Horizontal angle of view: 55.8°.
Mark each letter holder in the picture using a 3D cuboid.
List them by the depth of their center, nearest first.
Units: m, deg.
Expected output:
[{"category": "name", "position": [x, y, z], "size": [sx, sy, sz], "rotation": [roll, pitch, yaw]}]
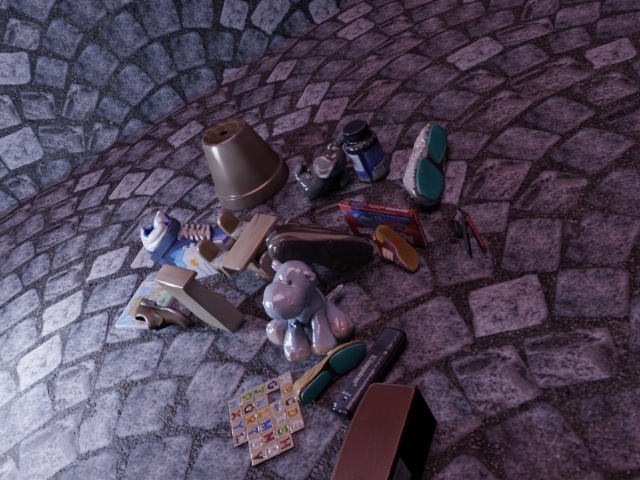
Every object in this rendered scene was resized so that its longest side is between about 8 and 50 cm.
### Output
[{"category": "letter holder", "position": [0.101, 0.481, 1.338], "size": [0.215, 0.152, 0.301], "rotation": [-2, 44, 33]}]

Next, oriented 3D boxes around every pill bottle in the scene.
[{"category": "pill bottle", "position": [0.159, -0.322, 2.173], "size": [0.123, 0.219, 0.122], "rotation": [-17, 38, 14]}]

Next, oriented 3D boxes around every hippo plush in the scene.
[{"category": "hippo plush", "position": [-0.032, 0.171, 1.674], "size": [0.234, 0.236, 0.294], "rotation": [18, 58, 27]}]

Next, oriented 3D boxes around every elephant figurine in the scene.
[{"category": "elephant figurine", "position": [0.030, -0.268, 2.216], "size": [0.239, 0.186, 0.169], "rotation": [-26, 13, 29]}]

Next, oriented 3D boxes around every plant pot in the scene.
[{"category": "plant pot", "position": [-0.328, -0.327, 2.436], "size": [0.323, 0.280, 0.323], "rotation": [-17, 40, 15]}]

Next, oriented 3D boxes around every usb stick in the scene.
[{"category": "usb stick", "position": [0.130, 0.339, 1.568], "size": [0.077, 0.045, 0.278], "rotation": [15, 55, 42]}]

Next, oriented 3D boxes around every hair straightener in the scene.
[{"category": "hair straightener", "position": [0.421, -0.031, 1.813], "size": [0.089, 0.047, 0.230], "rotation": [-20, 38, 10]}]

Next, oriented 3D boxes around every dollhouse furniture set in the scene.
[{"category": "dollhouse furniture set", "position": [-0.294, 0.053, 1.940], "size": [0.362, 0.256, 0.394], "rotation": [9, 59, 45]}]

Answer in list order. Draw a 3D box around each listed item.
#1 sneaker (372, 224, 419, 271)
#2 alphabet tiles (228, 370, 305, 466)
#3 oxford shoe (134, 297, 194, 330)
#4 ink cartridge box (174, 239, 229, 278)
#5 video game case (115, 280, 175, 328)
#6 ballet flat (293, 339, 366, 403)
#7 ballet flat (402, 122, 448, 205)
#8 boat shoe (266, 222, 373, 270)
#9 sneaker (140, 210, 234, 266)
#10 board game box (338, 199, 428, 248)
[{"category": "sneaker", "position": [0.229, 0.039, 1.848], "size": [0.070, 0.083, 0.185], "rotation": [-18, 55, -29]}, {"category": "alphabet tiles", "position": [-0.145, 0.477, 1.611], "size": [0.198, 0.009, 0.237], "rotation": [-26, 37, 2]}, {"category": "oxford shoe", "position": [-0.525, 0.269, 2.029], "size": [0.227, 0.082, 0.096], "rotation": [10, 61, 26]}, {"category": "ink cartridge box", "position": [-0.416, 0.071, 2.170], "size": [0.181, 0.104, 0.061], "rotation": [-15, 40, 17]}, {"category": "video game case", "position": [-0.615, 0.229, 2.179], "size": [0.193, 0.023, 0.212], "rotation": [-4, 44, 29]}, {"category": "ballet flat", "position": [0.019, 0.337, 1.617], "size": [0.232, 0.080, 0.073], "rotation": [-37, 28, -12]}, {"category": "ballet flat", "position": [0.351, -0.240, 2.062], "size": [0.147, 0.147, 0.408], "rotation": [-5, 40, 27]}, {"category": "boat shoe", "position": [0.000, 0.000, 1.836], "size": [0.132, 0.356, 0.130], "rotation": [-62, 36, 31]}, {"category": "sneaker", "position": [-0.497, -0.027, 2.226], "size": [0.323, 0.236, 0.130], "rotation": [-22, 38, 8]}, {"category": "board game box", "position": [0.195, -0.053, 1.901], "size": [0.281, 0.145, 0.027], "rotation": [11, 53, 40]}]
